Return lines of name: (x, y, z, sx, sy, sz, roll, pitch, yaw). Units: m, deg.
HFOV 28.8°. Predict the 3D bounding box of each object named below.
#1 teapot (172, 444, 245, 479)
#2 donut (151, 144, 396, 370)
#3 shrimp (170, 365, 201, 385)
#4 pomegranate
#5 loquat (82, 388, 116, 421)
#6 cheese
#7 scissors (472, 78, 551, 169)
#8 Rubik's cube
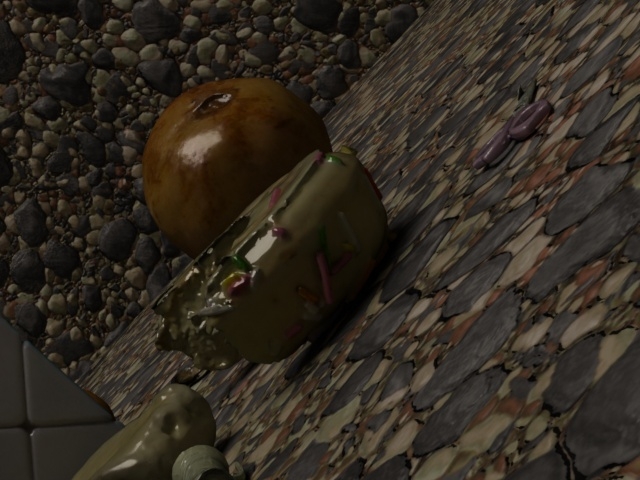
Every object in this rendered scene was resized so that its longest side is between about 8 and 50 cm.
teapot: (-0.104, 0.229, 1.188, 0.067, 0.057, 0.083, -18, 9, -11)
donut: (-0.049, 0.030, 1.512, 0.307, 0.150, 0.371, -49, 9, -20)
shrimp: (-0.176, 0.169, 1.920, 0.148, 0.035, 0.195, -50, 10, -10)
pomegranate: (-0.122, -0.095, 2.034, 0.338, 0.338, 0.338, -45, 8, 8)
loquat: (-0.388, 0.306, 1.980, 0.141, 0.141, 0.141, -45, 8, 8)
cheese: (-0.223, 0.278, 1.402, 0.263, 0.093, 0.159, -42, 6, 36)
scissors: (0.228, -0.148, 1.428, 0.110, 0.021, 0.212, -39, 11, 30)
Rubik's cube: (-0.455, 0.313, 1.604, 0.319, 0.322, 0.316, -52, 8, -28)
